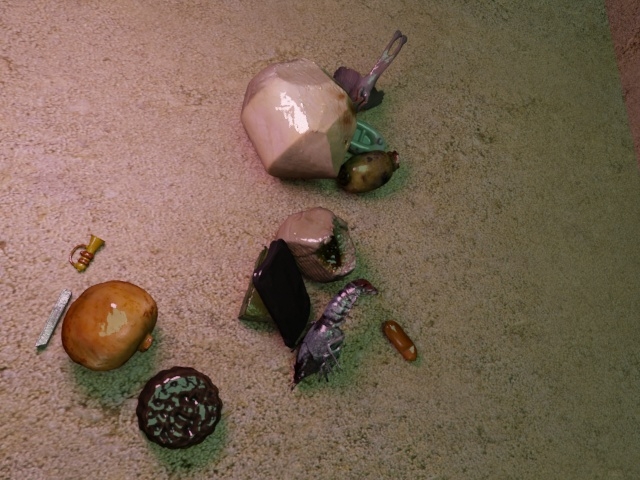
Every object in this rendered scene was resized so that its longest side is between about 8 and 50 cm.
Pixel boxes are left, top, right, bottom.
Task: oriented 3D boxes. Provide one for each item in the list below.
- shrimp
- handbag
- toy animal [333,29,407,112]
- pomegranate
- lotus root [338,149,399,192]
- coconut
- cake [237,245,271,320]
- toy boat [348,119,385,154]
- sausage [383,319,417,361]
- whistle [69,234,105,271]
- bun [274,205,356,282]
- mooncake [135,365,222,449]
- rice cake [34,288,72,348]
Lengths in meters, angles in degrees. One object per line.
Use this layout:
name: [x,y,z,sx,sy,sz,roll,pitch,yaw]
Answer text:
shrimp: [0.030,0.300,1.531,0.166,0.221,0.410,17,100,-29]
handbag: [-0.109,0.165,1.471,0.191,0.075,0.332,-66,147,-45]
toy animal: [0.190,-0.577,1.765,0.225,0.284,0.301,33,49,-17]
pomegranate: [-0.552,0.225,1.287,0.249,0.248,0.248,6,74,-22]
lotus root: [0.191,-0.258,1.777,0.278,0.154,0.153,-23,87,-29]
coconut: [-0.049,-0.380,1.595,0.416,0.345,0.414,7,71,-21]
cake: [-0.178,0.145,1.538,0.099,0.100,0.235,22,69,-19]
toy boat: [0.156,-0.392,1.837,0.208,0.079,0.134,26,65,-14]
sausage: [0.283,0.351,1.715,0.062,0.054,0.183,-40,97,5]
whistle: [-0.672,0.033,1.384,0.057,0.046,0.109,40,70,-26]
bun: [-0.010,0.003,1.573,0.282,0.281,0.204,35,57,-12]
mooncake: [-0.391,0.467,1.350,0.229,0.124,0.228,6,75,-24]
rice cake: [-0.725,0.212,1.318,0.029,0.033,0.170,24,68,-15]
